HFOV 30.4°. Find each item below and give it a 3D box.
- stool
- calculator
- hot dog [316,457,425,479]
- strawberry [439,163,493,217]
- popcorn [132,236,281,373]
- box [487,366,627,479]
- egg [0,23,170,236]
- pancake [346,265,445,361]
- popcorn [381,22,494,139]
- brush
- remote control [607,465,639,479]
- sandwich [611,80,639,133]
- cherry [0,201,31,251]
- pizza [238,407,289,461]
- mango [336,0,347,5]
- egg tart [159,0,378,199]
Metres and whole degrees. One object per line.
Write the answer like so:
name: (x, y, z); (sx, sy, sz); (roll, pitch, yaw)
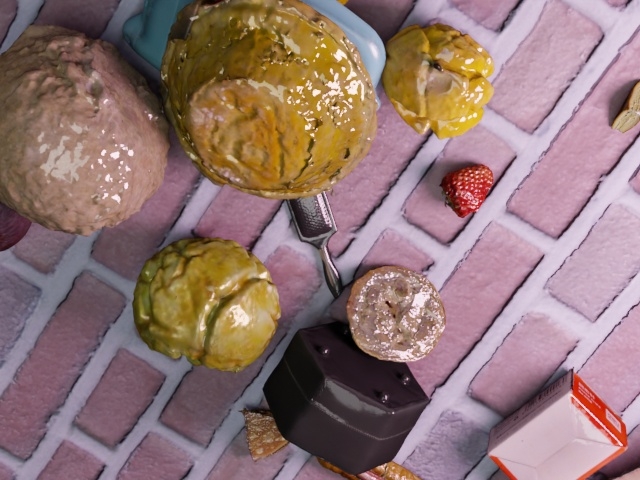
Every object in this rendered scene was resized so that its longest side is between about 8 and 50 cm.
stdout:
stool: (0.039, 0.232, 1.774); (0.232, 0.232, 0.141); (29, 109, -4)
calculator: (-0.090, -0.271, 1.639); (0.386, 0.054, 0.256); (26, 135, -1)
hot dog: (0.092, 0.381, 1.912); (0.215, 0.047, 0.066); (29, 109, -4)
strawberry: (0.216, -0.076, 1.710); (0.083, 0.073, 0.073); (-30, 105, 1)
popcorn: (-0.170, 0.095, 1.770); (0.221, 0.184, 0.204); (30, 81, -1)
box: (0.366, 0.304, 1.818); (0.133, 0.099, 0.182); (44, 112, -6)
egg: (-0.354, -0.150, 1.646); (0.279, 0.279, 0.310); (-38, 76, 19)
pancake: (0.113, 0.112, 1.781); (0.158, 0.028, 0.158); (2, 79, -13)
popcorn: (0.162, -0.224, 1.621); (0.148, 0.152, 0.167); (-38, 88, 19)
brush: (0.000, 0.000, 1.794); (0.063, 0.016, 0.193); (-15, 108, 14)
remote control: (0.499, 0.374, 1.805); (0.344, 0.145, 0.050); (-29, 66, 16)
sandwich: (0.439, -0.185, 1.650); (0.031, 0.044, 0.083); (27, 110, 2)
cherry: (-0.515, -0.059, 1.778); (0.176, 0.140, 0.176); (8, 123, 12)
pizza: (-0.076, 0.308, 1.920); (0.099, 0.029, 0.100); (-12, 111, 4)
mango: (-0.018, -0.353, 1.633); (0.161, 0.076, 0.103); (-34, 109, 27)
egg tart: (-0.083, -0.176, 1.596); (0.341, 0.132, 0.341); (11, 133, 12)
